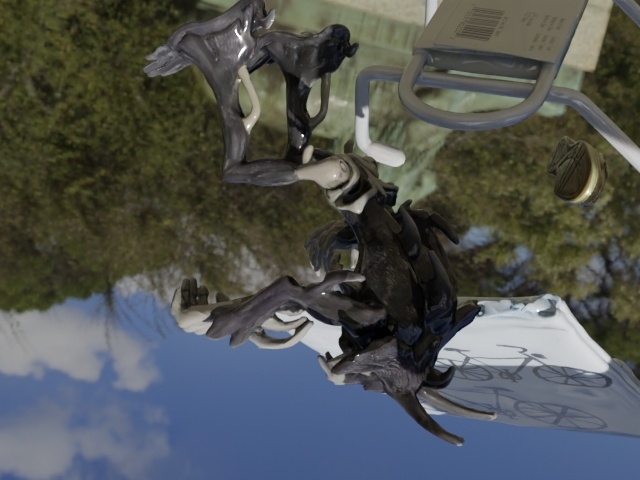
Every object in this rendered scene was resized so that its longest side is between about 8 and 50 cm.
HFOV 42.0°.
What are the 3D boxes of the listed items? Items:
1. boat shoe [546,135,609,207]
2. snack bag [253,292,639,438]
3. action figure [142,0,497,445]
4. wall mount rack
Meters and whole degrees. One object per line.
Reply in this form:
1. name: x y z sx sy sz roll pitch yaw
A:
1. boat shoe: 0.253 -0.063 0.796 0.048 0.056 0.153 26 -165 -1
2. snack bag: 0.138 0.116 0.796 0.323 0.037 0.342 -2 153 40
3. action figure: 0.000 0.000 0.509 0.141 0.276 0.164 -30 169 39
4. wall mount rack: 0.207 -0.139 0.721 0.304 0.131 0.350 13 -136 19
